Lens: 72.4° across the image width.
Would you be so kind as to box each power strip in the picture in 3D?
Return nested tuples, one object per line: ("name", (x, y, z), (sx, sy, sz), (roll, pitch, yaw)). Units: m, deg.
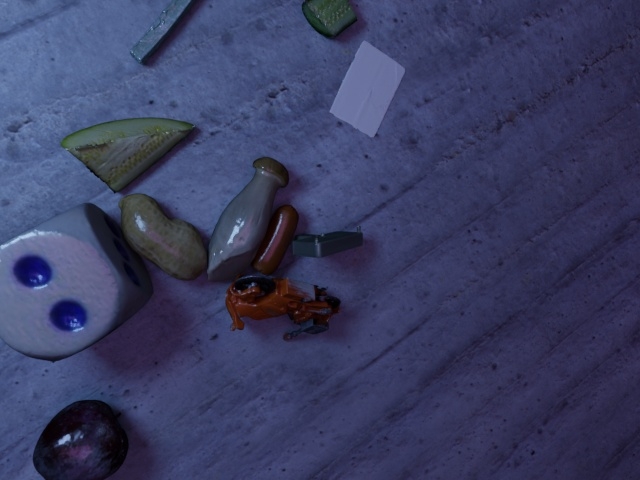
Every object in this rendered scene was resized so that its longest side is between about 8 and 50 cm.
("power strip", (0.000, 0.000, 1.161), (0.216, 0.145, 0.061), (-12, 102, -54))

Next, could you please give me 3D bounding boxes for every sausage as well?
("sausage", (-0.117, -0.003, 1.157), (0.076, 0.076, 0.197), (26, 86, -20))

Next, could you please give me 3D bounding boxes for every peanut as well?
("peanut", (-0.377, -0.009, 1.046), (0.253, 0.122, 0.137), (40, 41, -17))

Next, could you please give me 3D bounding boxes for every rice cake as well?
("rice cake", (-0.360, -0.520, 1.033), (0.042, 0.045, 0.245), (37, 84, -16))

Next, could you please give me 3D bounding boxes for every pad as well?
("pad", (0.135, -0.425, 1.235), (0.157, 0.004, 0.231), (27, 87, -20))

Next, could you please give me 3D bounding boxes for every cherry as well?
("cherry", (-0.548, 0.474, 1.007), (0.195, 0.195, 0.194), (-2, 96, -19))

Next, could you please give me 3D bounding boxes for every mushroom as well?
("mushroom", (-0.188, -0.049, 1.105), (0.129, 0.128, 0.349), (29, 82, -19))

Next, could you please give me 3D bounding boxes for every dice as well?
("dice", (-0.530, 0.081, 0.931), (0.243, 0.259, 0.251), (-33, 106, -11))

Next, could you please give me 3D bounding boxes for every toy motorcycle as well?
("toy motorcycle", (-0.110, 0.163, 1.124), (0.326, 0.221, 0.147), (22, 51, -38))

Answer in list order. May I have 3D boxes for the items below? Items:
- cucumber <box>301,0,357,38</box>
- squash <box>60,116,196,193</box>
("cucumber", (0.022, -0.598, 1.148), (0.115, 0.062, 0.116), (-41, 114, -9))
("squash", (-0.436, -0.252, 1.003), (0.252, 0.093, 0.169), (-43, 152, -9))
